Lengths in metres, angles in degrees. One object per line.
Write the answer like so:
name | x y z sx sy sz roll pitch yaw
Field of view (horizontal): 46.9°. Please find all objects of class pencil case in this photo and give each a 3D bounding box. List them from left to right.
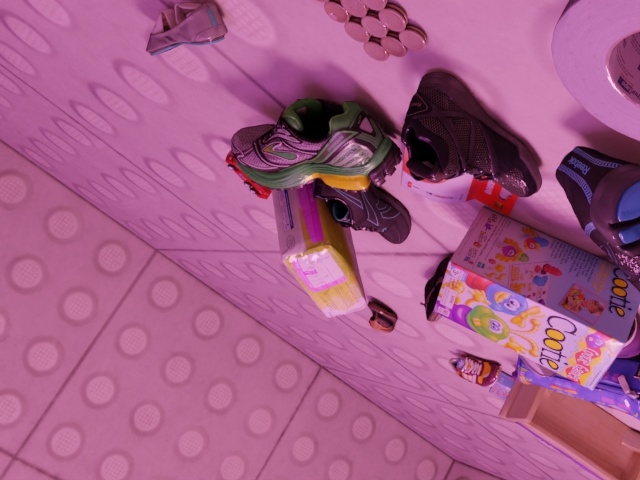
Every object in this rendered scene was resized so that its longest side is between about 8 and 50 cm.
pencil case | 0.531 0.262 1.437 0.133 0.119 0.306 6 -176 -43

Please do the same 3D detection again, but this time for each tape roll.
tape roll | 0.321 -0.170 0.648 0.219 0.072 0.219 29 164 9

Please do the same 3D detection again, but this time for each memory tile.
memory tile | 0.055 -0.279 0.905 0.148 0.012 0.113 39 162 -26

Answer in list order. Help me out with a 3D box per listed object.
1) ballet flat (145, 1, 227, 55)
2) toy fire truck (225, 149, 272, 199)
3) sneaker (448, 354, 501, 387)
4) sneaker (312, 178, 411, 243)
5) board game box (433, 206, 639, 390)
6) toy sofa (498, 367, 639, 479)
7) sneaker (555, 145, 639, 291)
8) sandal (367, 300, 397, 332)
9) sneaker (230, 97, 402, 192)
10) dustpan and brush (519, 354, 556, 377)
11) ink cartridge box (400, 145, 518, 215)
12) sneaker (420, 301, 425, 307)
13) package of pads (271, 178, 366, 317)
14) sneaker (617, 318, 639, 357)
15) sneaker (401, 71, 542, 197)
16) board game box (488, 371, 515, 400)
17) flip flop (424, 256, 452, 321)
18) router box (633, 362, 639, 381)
ballet flat | -0.218 -0.336 1.157 0.213 0.072 0.068 9 125 50
toy fire truck | -0.104 -0.122 1.578 0.135 0.047 0.192 16 157 41
sneaker | 0.414 0.351 1.997 0.084 0.069 0.185 29 163 -12
sneaker | 0.072 -0.059 1.354 0.101 0.106 0.267 10 155 45
board game box | 0.343 0.089 1.171 0.275 0.144 0.142 26 143 17
toy sofa | 0.619 0.462 1.817 0.363 0.150 0.177 34 162 -9
sneaker | 0.421 -0.006 0.931 0.341 0.125 0.139 41 -172 -36
sandal | 0.168 0.232 2.102 0.090 0.060 0.219 27 163 13
sneaker | -0.029 -0.174 1.203 0.344 0.134 0.146 4 140 44
dustpan and brush | 0.414 0.166 1.429 0.211 0.147 0.060 53 155 28
ink cartridge box | 0.211 -0.089 1.130 0.179 0.045 0.145 30 164 13
sneaker | 0.259 0.150 1.743 0.069 0.038 0.098 11 154 48
package of pads | 0.000 0.000 1.439 0.101 0.229 0.296 -17 149 10
sneaker | 0.438 0.157 1.343 0.283 0.107 0.124 16 163 41
sneaker | 0.192 -0.103 0.974 0.227 0.130 0.087 37 165 -26
board game box | 0.574 0.439 2.025 0.212 0.039 0.160 28 164 16
flip flop | 0.274 0.108 1.508 0.080 0.112 0.277 6 161 -4
router box | 0.603 0.226 1.262 0.122 0.092 0.038 36 163 -18
